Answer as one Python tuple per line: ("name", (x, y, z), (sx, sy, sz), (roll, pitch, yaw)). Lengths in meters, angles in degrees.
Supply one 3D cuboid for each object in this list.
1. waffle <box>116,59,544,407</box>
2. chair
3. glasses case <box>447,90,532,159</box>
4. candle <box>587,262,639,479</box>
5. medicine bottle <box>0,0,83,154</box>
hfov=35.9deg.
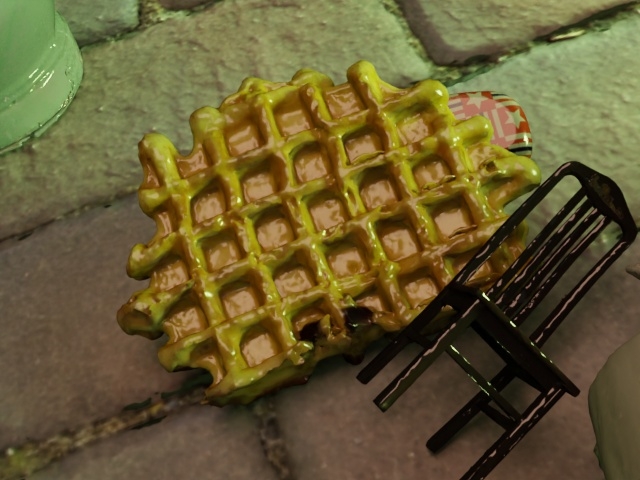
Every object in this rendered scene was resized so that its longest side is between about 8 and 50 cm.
("waffle", (0.001, 0.000, 0.711), (0.309, 0.065, 0.283), (21, 75, 16))
("chair", (0.126, 0.041, 0.607), (0.212, 0.101, 0.084), (-45, 96, -2))
("glasses case", (0.067, -0.068, 0.781), (0.194, 0.049, 0.073), (-13, 71, 4))
("candle", (0.236, 0.115, 0.519), (0.187, 0.187, 0.330), (-8, 50, 7))
("medicine bottle", (-0.352, -0.231, 0.864), (0.245, 0.290, 0.245), (-7, 50, 8))
